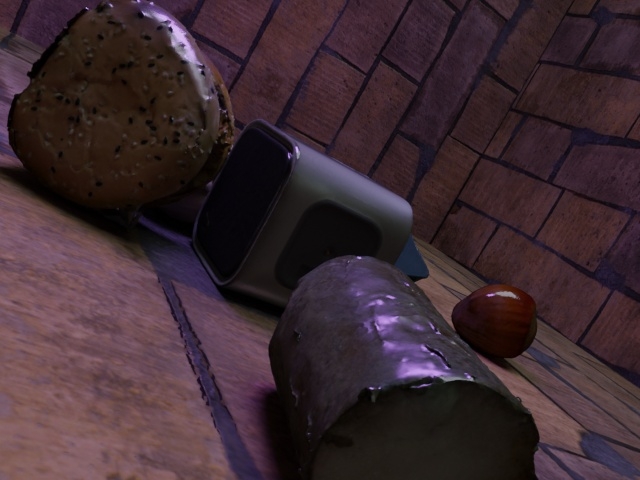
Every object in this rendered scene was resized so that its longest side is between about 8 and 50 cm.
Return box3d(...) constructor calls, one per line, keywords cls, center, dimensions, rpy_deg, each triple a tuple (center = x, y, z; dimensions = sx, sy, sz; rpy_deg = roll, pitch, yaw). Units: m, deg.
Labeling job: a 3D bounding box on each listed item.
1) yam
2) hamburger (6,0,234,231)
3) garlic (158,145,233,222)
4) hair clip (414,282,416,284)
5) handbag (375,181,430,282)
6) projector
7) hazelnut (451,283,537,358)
box3d(cls="yam", center=(0.055, 0.139, 0.587), dimensions=(0.195, 0.195, 0.300), rpy_deg=(27, 10, -17))
box3d(cls="hamburger", center=(-0.282, -0.184, 0.953), dimensions=(0.276, 0.318, 0.195), rpy_deg=(36, 0, 5))
box3d(cls="garlic", center=(-0.220, -0.104, 1.171), dimensions=(0.203, 0.184, 0.281), rpy_deg=(46, -4, 35))
box3d(cls="hair clip", center=(0.241, 0.104, 1.861), dimensions=(0.116, 0.049, 0.172), rpy_deg=(26, 11, 7))
box3d(cls="handbag", center=(0.168, -0.022, 1.727), dimensions=(0.238, 0.089, 0.326), rpy_deg=(15, 48, -48))
box3d(cls="projector", center=(-0.036, -0.026, 1.025), dimensions=(0.249, 0.248, 0.248), rpy_deg=(24, 11, -33))
box3d(cls="hazelnut", center=(0.435, 0.206, 1.527), dimensions=(0.186, 0.210, 0.210), rpy_deg=(56, 16, 14))
